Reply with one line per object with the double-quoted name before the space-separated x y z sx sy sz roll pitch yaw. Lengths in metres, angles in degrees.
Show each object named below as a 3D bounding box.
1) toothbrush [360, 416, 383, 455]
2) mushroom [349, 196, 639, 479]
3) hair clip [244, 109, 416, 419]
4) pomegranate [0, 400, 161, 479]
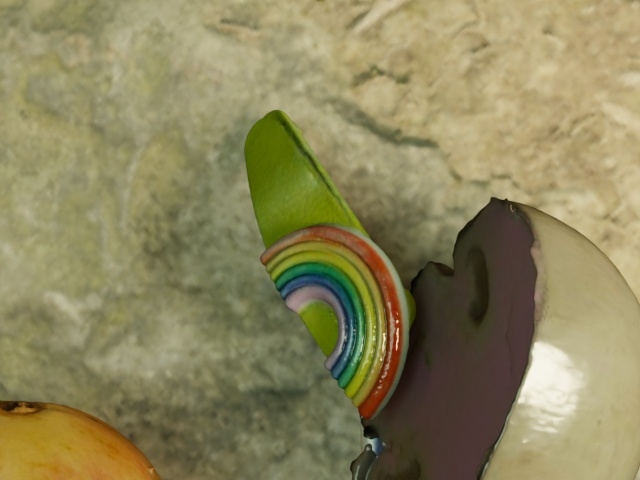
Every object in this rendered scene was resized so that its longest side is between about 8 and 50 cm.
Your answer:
"toothbrush" 0.040 0.163 0.832 0.027 0.021 0.269 -7 83 18
"mushroom" 0.092 0.085 0.765 0.117 0.141 0.188 25 97 -11
"hair clip" 0.000 0.000 0.821 0.060 0.033 0.188 -45 51 23
"pomegranate" -0.162 0.172 0.833 0.191 0.191 0.191 -2 86 24
